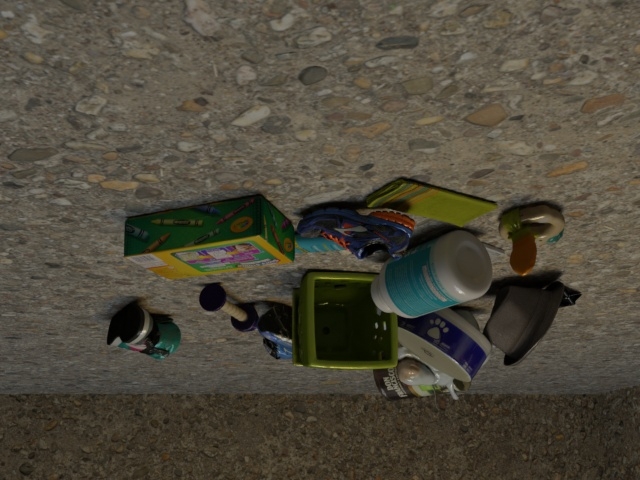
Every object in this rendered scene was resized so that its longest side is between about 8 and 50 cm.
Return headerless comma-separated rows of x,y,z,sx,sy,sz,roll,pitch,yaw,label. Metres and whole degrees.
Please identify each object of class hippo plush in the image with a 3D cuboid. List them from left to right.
0.366,0.330,2.107,0.236,0.294,0.234,-31,168,39,hippo plush

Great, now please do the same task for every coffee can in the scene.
0.344,0.423,2.439,0.275,0.201,0.201,-17,156,33,coffee can

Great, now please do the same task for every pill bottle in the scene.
0.225,0.082,1.550,0.146,0.146,0.264,12,156,-35,pill bottle

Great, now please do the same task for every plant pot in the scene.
0.044,0.208,1.784,0.228,0.227,0.207,4,165,-19,plant pot

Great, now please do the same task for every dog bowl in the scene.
0.311,0.257,1.914,0.265,0.104,0.265,34,167,9,dog bowl

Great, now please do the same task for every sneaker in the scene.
-0.460,0.253,1.975,0.178,0.123,0.295,14,163,-27,sneaker
-0.102,0.281,2.047,0.147,0.129,0.330,-30,153,11,sneaker
0.060,-0.010,1.331,0.221,0.087,0.083,3,166,19,sneaker

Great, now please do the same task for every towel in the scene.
0.205,-0.065,1.323,0.237,0.021,0.102,10,157,-33,towel

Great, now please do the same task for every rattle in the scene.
0.434,0.019,1.423,0.130,0.142,0.200,-28,148,13,rattle

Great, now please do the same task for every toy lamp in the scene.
-0.228,0.184,1.884,0.080,0.080,0.274,-8,159,16,toy lamp

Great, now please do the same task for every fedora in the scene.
0.502,0.195,1.868,0.124,0.243,0.275,27,154,7,fedora

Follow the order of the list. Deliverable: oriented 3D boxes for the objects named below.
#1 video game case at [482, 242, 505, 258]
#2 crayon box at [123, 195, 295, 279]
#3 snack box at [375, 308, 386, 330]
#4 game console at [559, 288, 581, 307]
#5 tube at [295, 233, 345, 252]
0.339,0.034,1.629,0.087,0.011,0.122,16,153,-43,video game case
-0.206,0.001,1.368,0.278,0.081,0.165,-9,160,17,crayon box
0.110,0.223,2.043,0.207,0.070,0.174,-15,157,30,snack box
0.637,0.152,1.993,0.122,0.071,0.107,-20,124,38,game console
0.000,0.000,1.453,0.207,0.052,0.080,-8,151,34,tube
